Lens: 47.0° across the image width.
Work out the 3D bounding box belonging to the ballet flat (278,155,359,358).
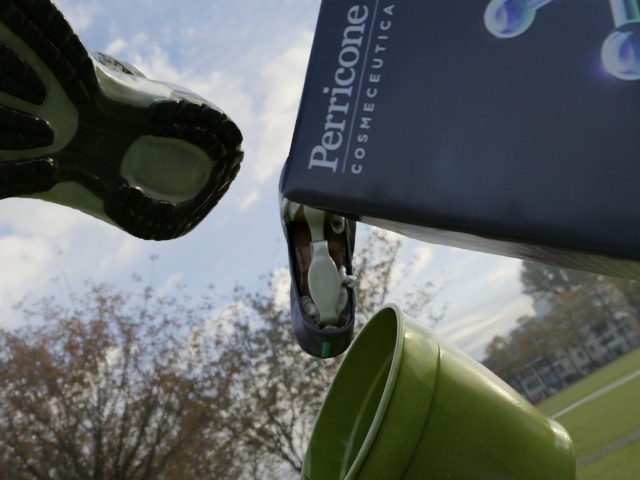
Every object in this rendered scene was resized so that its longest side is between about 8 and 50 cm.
[{"bbox_3d":[0.000,0.000,0.643,0.074,0.203,0.074,-4,-18,-1],"label":"ballet flat"}]

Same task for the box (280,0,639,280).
[{"bbox_3d":[0.219,-0.119,0.385,0.396,0.293,0.212,11,-1,30],"label":"box"}]

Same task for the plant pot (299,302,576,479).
[{"bbox_3d":[0.199,0.337,1.190,0.366,0.353,0.366,-156,90,-84],"label":"plant pot"}]

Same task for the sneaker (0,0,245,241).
[{"bbox_3d":[-0.241,-0.115,0.554,0.158,0.182,0.410,-59,-31,0],"label":"sneaker"}]
